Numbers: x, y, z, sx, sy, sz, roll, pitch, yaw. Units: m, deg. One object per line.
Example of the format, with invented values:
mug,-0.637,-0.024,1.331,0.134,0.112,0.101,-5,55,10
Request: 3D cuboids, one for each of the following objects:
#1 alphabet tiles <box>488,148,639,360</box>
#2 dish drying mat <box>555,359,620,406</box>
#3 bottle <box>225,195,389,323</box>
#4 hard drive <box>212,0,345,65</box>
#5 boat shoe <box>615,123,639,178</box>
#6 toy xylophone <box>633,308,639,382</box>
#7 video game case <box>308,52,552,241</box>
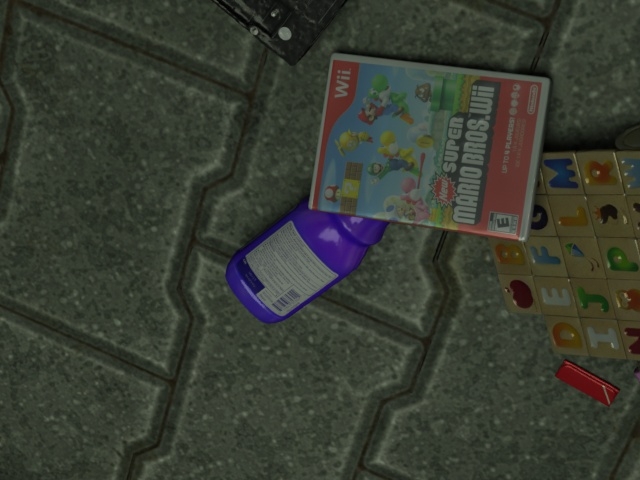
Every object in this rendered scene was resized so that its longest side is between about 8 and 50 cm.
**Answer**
alphabet tiles,0.348,0.021,1.932,0.342,0.011,0.285,2,117,44
dish drying mat,0.358,0.192,2.097,0.083,0.008,0.032,29,124,5
bottle,0.000,0.000,2.084,0.283,0.092,0.118,-38,97,32
hard drive,-0.092,-0.408,1.921,0.339,0.064,0.237,38,123,-2
boat shoe,0.510,-0.083,1.831,0.324,0.116,0.097,0,118,26
toy xylophone,0.536,0.133,1.953,0.322,0.081,0.236,-17,108,28
video game case,0.135,-0.118,1.951,0.285,0.025,0.204,9,91,19
